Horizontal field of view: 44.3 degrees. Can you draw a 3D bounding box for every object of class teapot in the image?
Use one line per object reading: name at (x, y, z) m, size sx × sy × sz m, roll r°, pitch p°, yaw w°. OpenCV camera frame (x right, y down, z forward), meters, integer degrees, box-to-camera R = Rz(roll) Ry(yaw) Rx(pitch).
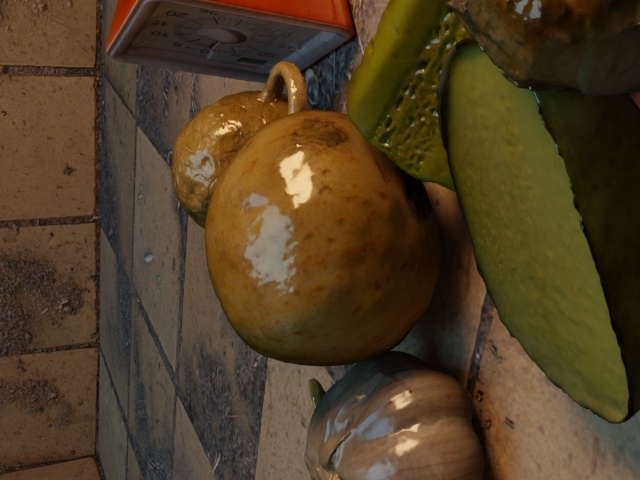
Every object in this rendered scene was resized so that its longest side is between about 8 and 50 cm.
teapot at (-0.072, -0.076, 0.974) m, size 0.311 × 0.203 × 0.167 m, roll -61°, pitch 39°, yaw 43°

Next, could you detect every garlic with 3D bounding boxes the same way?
garlic at (0.068, 0.226, 0.784) m, size 0.228 × 0.152 × 0.228 m, roll 178°, pitch 90°, yaw -72°

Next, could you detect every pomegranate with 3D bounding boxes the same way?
pomegranate at (0.000, 0.000, 0.788) m, size 0.260 × 0.260 × 0.260 m, roll 176°, pitch 90°, yaw -65°

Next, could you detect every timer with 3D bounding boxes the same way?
timer at (-0.124, -0.287, 0.999) m, size 0.250 × 0.257 × 0.161 m, roll 142°, pitch 127°, yaw -59°

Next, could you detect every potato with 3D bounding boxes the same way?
potato at (0.177, -0.025, 0.538) m, size 0.271 × 0.111 × 0.160 m, roll 68°, pitch 168°, yaw -12°

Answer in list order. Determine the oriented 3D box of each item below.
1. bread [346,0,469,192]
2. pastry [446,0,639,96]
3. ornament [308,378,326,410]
bread at (0.145, -0.197, 0.586) m, size 0.166 × 0.112 × 0.383 m, roll 35°, pitch 139°, yaw 10°
pastry at (0.145, -0.145, 0.432) m, size 0.081 × 0.153 × 0.153 m, roll 75°, pitch 173°, yaw -54°
ornament at (0.021, 0.279, 0.976) m, size 0.180 × 0.059 × 0.201 m, roll 88°, pitch 178°, yaw -67°
